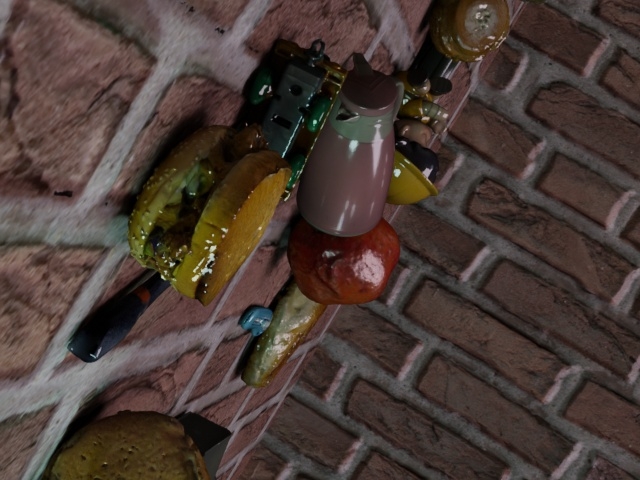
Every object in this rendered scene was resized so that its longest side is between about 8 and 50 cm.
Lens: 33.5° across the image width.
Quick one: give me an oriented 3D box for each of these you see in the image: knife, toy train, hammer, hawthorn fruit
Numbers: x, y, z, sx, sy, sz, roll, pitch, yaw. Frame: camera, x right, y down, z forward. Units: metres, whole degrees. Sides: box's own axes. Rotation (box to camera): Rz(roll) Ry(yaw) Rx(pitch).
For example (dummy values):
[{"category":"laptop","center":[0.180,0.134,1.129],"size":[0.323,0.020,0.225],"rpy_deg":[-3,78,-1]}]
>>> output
[{"category":"knife","center":[-0.123,0.160,2.091],"size":[0.064,0.031,0.222],"rpy_deg":[-54,171,-3]},{"category":"toy train","center":[-0.041,-0.147,1.269],"size":[0.136,0.091,0.227],"rpy_deg":[-65,-179,-62]},{"category":"hammer","center":[-0.195,0.053,1.242],"size":[0.290,0.037,0.137],"rpy_deg":[-47,167,-55]},{"category":"hawthorn fruit","center":[0.025,0.001,1.932],"size":[0.207,0.207,0.243],"rpy_deg":[-56,144,-13]}]

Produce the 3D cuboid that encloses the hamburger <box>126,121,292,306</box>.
[{"category":"hamburger","center":[-0.114,-0.039,1.110],"size":[0.191,0.118,0.182],"rpy_deg":[-56,176,8]}]

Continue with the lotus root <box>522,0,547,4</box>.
[{"category":"lotus root","center":[0.353,-0.543,1.804],"size":[0.272,0.192,0.272],"rpy_deg":[-159,-90,-82]}]

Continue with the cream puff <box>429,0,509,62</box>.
[{"category":"cream puff","center":[0.275,-0.411,2.004],"size":[0.115,0.165,0.150],"rpy_deg":[13,-69,64]}]

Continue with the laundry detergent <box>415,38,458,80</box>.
[{"category":"laundry detergent","center":[0.230,-0.348,2.145],"size":[0.221,0.078,0.144],"rpy_deg":[-58,-169,9]}]

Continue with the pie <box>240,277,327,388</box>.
[{"category":"pie","center":[-0.073,0.200,2.349],"size":[0.315,0.092,0.315],"rpy_deg":[-56,173,-10]}]

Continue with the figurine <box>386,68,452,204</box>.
[{"category":"figurine","center":[0.159,-0.195,2.032],"size":[0.192,0.167,0.256],"rpy_deg":[26,73,-69]}]

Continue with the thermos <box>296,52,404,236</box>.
[{"category":"thermos","center":[0.059,-0.152,1.661],"size":[0.176,0.146,0.265],"rpy_deg":[-44,159,-38]}]

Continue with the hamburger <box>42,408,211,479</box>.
[{"category":"hamburger","center":[-0.237,0.363,1.373],"size":[0.245,0.261,0.211],"rpy_deg":[-62,179,-31]}]

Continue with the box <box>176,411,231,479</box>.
[{"category":"box","center":[-0.258,0.425,1.929],"size":[0.178,0.138,0.274],"rpy_deg":[-64,172,7]}]
